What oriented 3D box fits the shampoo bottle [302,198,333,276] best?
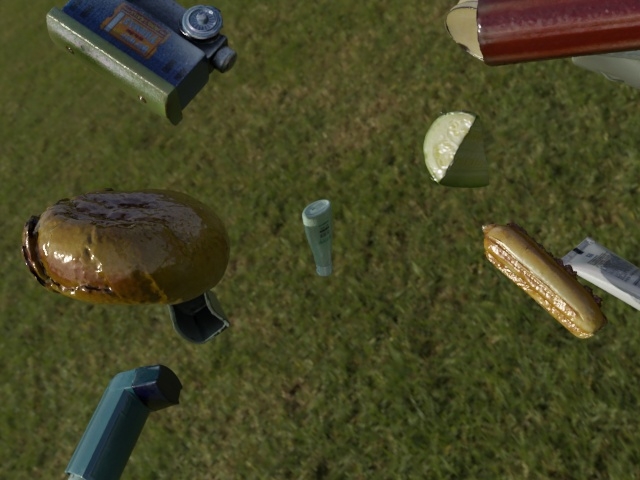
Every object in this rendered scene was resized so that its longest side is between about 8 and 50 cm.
[{"bbox_3d":[0.000,0.000,1.875,0.069,0.190,0.041,-36,51,-26],"label":"shampoo bottle"}]

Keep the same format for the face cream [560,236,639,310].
[{"bbox_3d":[0.519,0.076,1.468,0.092,0.058,0.244,-33,53,-30],"label":"face cream"}]

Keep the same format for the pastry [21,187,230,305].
[{"bbox_3d":[-0.324,0.007,1.516,0.356,0.163,0.356,3,13,-1],"label":"pastry"}]

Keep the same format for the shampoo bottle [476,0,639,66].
[{"bbox_3d":[0.247,-0.169,0.619,0.260,0.064,0.102,-1,27,26],"label":"shampoo bottle"}]

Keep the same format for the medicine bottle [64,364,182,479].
[{"bbox_3d":[-0.329,0.319,1.439,0.124,0.079,0.258,0,50,32],"label":"medicine bottle"}]

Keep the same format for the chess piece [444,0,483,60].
[{"bbox_3d":[0.364,-0.449,1.545,0.307,0.124,0.139,-48,20,-21],"label":"chess piece"}]

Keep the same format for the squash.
[{"bbox_3d":[0.359,-0.238,2.182,0.111,0.289,0.203,39,116,27],"label":"squash"}]

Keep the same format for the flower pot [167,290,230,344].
[{"bbox_3d":[-0.279,0.101,1.800,0.103,0.229,0.108,-28,40,-5],"label":"flower pot"}]

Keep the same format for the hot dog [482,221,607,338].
[{"bbox_3d":[0.346,0.050,1.386,0.076,0.102,0.249,-45,66,-4],"label":"hot dog"}]

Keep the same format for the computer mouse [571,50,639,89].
[{"bbox_3d":[0.622,-0.305,1.600,0.331,0.197,0.095,10,93,9],"label":"computer mouse"}]

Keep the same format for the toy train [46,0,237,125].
[{"bbox_3d":[-0.304,-0.352,1.530,0.300,0.131,0.202,35,70,10],"label":"toy train"}]
